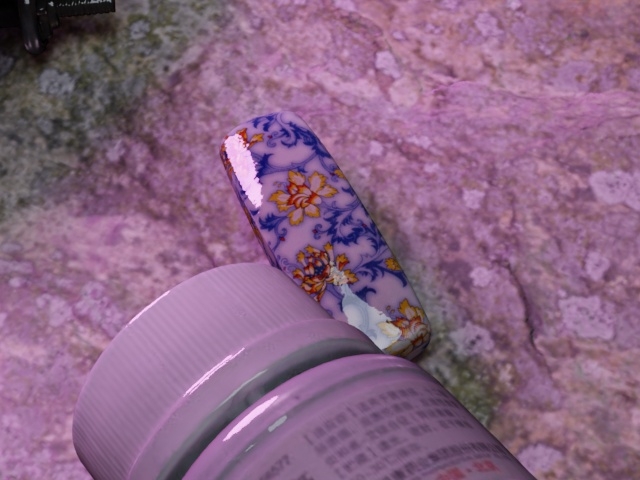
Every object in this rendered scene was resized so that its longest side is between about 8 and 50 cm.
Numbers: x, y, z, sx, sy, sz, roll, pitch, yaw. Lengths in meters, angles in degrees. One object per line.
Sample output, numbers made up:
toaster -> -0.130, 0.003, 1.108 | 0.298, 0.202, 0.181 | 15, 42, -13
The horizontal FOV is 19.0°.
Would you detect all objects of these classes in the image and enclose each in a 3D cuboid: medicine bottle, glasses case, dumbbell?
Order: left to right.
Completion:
dumbbell -> -0.302, -0.191, 1.634 | 0.254, 0.081, 0.081 | -6, 57, -2
medicine bottle -> -0.004, 0.183, 1.282 | 0.245, 0.245, 0.306 | -33, 55, -18
glasses case -> 0.000, 0.000, 1.506 | 0.087, 0.065, 0.248 | -22, 60, -13
